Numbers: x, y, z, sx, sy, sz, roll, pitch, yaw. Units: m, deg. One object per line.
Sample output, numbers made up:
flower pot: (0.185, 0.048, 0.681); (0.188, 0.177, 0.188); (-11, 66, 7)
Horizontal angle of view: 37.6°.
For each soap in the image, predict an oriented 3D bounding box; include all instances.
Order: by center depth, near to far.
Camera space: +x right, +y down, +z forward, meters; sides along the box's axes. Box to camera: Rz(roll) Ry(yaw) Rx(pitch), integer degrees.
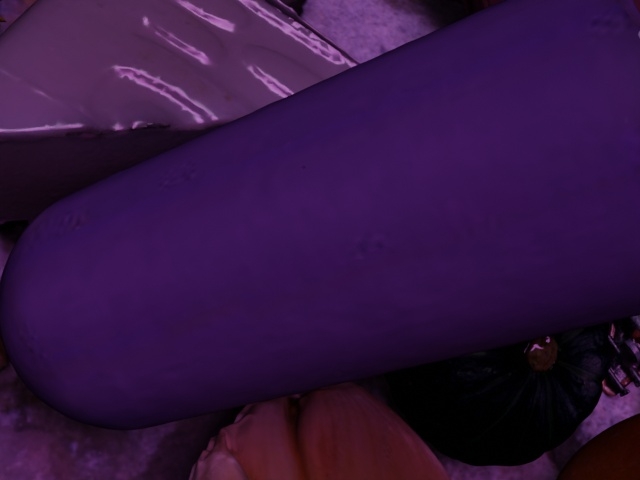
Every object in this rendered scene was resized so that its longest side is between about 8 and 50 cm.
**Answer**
soap: (-0.121, -0.062, 0.697); (0.257, 0.159, 0.302); (36, 57, -6)

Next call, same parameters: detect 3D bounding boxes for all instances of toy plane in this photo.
toy plane: (0.287, 0.064, 0.855); (0.130, 0.061, 0.189); (-32, 77, 2)

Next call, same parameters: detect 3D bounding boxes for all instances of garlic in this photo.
garlic: (0.005, 0.199, 0.661); (0.217, 0.110, 0.228); (23, 35, -14)

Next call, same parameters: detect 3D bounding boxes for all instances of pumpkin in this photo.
pumpkin: (0.139, 0.084, 0.742); (0.194, 0.150, 0.194); (8, 66, -18)

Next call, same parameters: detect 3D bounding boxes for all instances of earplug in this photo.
earplug: (0.000, 0.000, 0.619); (0.456, 0.215, 0.215); (-19, 72, 14)

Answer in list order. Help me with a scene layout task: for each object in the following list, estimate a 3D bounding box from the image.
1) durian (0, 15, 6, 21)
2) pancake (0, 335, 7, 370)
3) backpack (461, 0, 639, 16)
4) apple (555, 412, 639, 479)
durian: (-0.334, -0.191, 0.694); (0.166, 0.172, 0.306); (-2, 76, 5)
pancake: (-0.334, 0.073, 0.646); (0.212, 0.029, 0.235); (29, 60, -5)
backpack: (0.251, -0.216, 0.885); (0.283, 0.197, 0.317); (0, 72, -21)
apple: (0.282, 0.232, 0.671); (0.253, 0.253, 0.254); (7, 66, -17)
